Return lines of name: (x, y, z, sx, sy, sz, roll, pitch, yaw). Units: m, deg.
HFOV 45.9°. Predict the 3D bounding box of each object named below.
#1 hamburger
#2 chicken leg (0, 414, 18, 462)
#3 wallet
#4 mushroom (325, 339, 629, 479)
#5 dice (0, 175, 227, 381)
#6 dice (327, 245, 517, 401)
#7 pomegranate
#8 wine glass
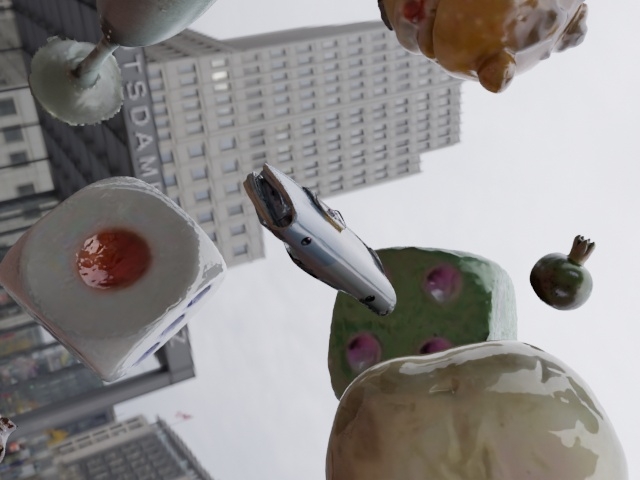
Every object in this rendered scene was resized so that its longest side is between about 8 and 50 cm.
hamburger: (0.244, -0.340, 1.034, 0.237, 0.276, 0.276, 50, -33, 34)
chicken leg: (-0.660, 0.460, 1.416, 0.093, 0.113, 0.305, 69, 17, -51)
wallet: (0.000, 0.000, 0.995, 0.231, 0.069, 0.170, 40, 15, -37)
mushroom: (0.178, 0.269, 0.941, 0.325, 0.353, 0.353, 41, -14, -22)
dice: (-0.324, 0.061, 1.201, 0.243, 0.259, 0.251, 43, -21, 3)
dice: (0.213, 0.207, 1.516, 0.318, 0.322, 0.331, 43, 51, -59)
pomegranate: (0.442, 0.057, 1.353, 0.142, 0.114, 0.114, -60, -139, 14)
wine glass: (-0.103, -0.124, 0.407, 0.198, 0.066, 0.066, -22, -95, 54)
